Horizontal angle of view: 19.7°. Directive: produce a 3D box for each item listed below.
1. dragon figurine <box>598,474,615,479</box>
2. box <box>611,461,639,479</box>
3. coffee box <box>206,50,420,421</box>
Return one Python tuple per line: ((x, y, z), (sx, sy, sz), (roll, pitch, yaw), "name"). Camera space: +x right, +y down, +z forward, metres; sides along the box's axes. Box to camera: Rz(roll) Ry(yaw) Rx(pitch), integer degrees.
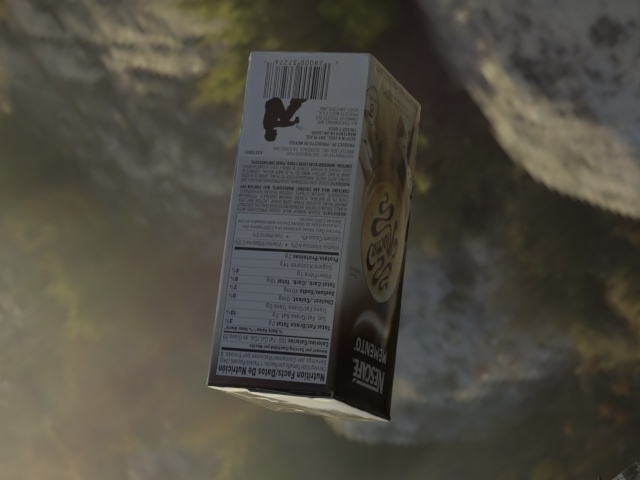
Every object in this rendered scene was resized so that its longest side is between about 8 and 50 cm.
((0.370, 0.263, 1.705), (0.085, 0.289, 0.144), (-103, 1, -83), "dragon figurine")
((0.231, 0.247, 0.906), (0.293, 0.073, 0.295), (53, -178, 8), "box")
((0.000, 0.000, 1.621), (0.119, 0.297, 0.168), (3, 170, 19), "coffee box")
